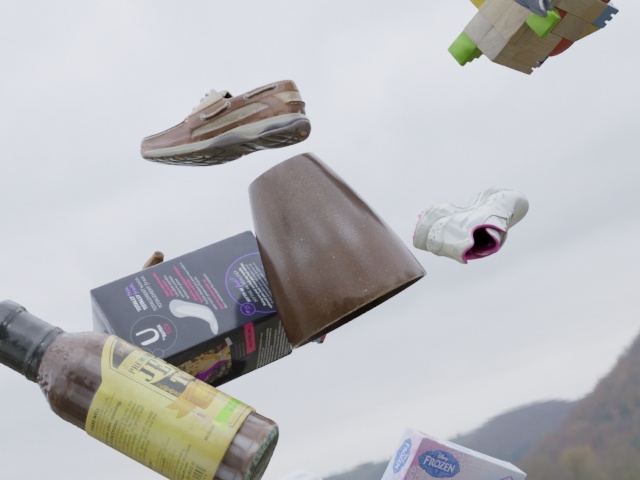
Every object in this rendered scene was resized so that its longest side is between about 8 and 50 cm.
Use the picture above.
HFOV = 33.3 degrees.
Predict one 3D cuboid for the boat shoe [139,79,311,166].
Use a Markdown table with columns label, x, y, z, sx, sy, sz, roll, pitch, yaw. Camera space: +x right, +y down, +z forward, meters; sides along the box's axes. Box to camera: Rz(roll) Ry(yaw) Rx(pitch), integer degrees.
| label | x | y | z | sx | sy | sz | roll | pitch | yaw |
| --- | --- | --- | --- | --- | --- | --- | --- | --- | --- |
| boat shoe | -0.172 | -0.208 | 1.911 | 0.324 | 0.116 | 0.123 | -11 | -10 | 16 |

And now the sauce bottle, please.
| label | x | y | z | sx | sy | sz | roll | pitch | yaw |
| --- | --- | --- | --- | --- | --- | --- | --- | --- | --- |
| sauce bottle | -0.215 | 0.169 | 1.164 | 0.344 | 0.111 | 0.111 | 26 | -12 | 8 |

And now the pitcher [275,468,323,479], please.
| label | x | y | z | sx | sy | sz | roll | pitch | yaw |
| --- | --- | --- | --- | --- | --- | --- | --- | --- | --- |
| pitcher | -0.061 | 0.465 | 1.726 | 0.207 | 0.125 | 0.178 | -50 | -15 | -32 |

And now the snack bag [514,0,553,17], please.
| label | x | y | z | sx | sy | sz | roll | pitch | yaw |
| --- | --- | --- | --- | --- | --- | --- | --- | --- | --- |
| snack bag | 0.230 | -0.475 | 1.753 | 0.037 | 0.342 | 0.323 | -59 | -10 | 12 |

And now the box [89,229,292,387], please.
| label | x | y | z | sx | sy | sz | roll | pitch | yaw |
| --- | --- | --- | --- | --- | --- | --- | --- | --- | --- |
| box | -0.188 | 0.124 | 1.606 | 0.270 | 0.165 | 0.143 | -21 | -35 | -25 |

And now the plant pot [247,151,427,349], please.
| label | x | y | z | sx | sy | sz | roll | pitch | yaw |
| --- | --- | --- | --- | --- | --- | --- | --- | --- | --- |
| plant pot | 0.000 | 0.000 | 1.498 | 0.215 | 0.230 | 0.215 | -28 | -7 | -4 |

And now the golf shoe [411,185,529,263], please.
| label | x | y | z | sx | sy | sz | roll | pitch | yaw |
| --- | --- | --- | --- | --- | --- | --- | --- | --- | --- |
| golf shoe | 0.317 | -0.020 | 2.060 | 0.306 | 0.140 | 0.115 | -19 | -52 | -38 |

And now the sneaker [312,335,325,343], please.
| label | x | y | z | sx | sy | sz | roll | pitch | yaw |
| --- | --- | --- | --- | --- | --- | --- | --- | --- | --- |
| sneaker | -0.039 | 0.076 | 2.020 | 0.125 | 0.262 | 0.104 | 11 | -53 | -8 |

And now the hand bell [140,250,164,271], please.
| label | x | y | z | sx | sy | sz | roll | pitch | yaw |
| --- | --- | --- | --- | --- | --- | --- | --- | --- | --- |
| hand bell | -0.333 | 0.116 | 1.979 | 0.126 | 0.126 | 0.242 | -4 | -45 | -38 |

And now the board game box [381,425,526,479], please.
| label | x | y | z | sx | sy | sz | roll | pitch | yaw |
| --- | --- | --- | --- | --- | --- | --- | --- | --- | --- |
| board game box | 0.241 | 0.578 | 2.227 | 0.318 | 0.318 | 0.066 | 24 | 1 | -33 |

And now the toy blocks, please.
| label | x | y | z | sx | sy | sz | roll | pitch | yaw |
| --- | --- | --- | --- | --- | --- | --- | --- | --- | --- |
| toy blocks | 0.456 | -0.455 | 2.033 | 0.261 | 0.191 | 0.381 | 4 | -47 | -50 |
